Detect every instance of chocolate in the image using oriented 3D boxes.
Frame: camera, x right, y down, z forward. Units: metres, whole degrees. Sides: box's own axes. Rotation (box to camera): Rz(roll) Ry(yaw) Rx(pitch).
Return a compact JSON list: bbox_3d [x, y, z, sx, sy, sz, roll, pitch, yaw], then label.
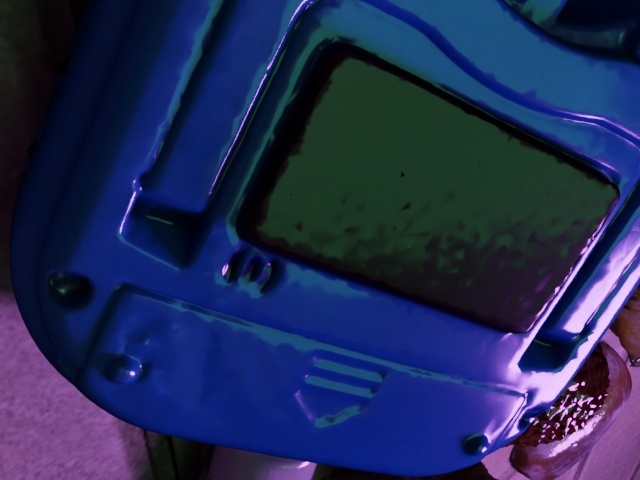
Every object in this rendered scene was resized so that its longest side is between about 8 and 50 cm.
[{"bbox_3d":[0.426,0.299,1.244,0.254,0.080,0.157,-47,145,-7],"label":"chocolate"}]

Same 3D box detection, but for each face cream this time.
[{"bbox_3d":[-0.077,0.268,0.650,0.143,0.089,0.314,-26,142,-52],"label":"face cream"}]

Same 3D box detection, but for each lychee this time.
[{"bbox_3d":[0.175,0.103,0.707,0.194,0.194,0.194,-29,139,-29],"label":"lychee"}]

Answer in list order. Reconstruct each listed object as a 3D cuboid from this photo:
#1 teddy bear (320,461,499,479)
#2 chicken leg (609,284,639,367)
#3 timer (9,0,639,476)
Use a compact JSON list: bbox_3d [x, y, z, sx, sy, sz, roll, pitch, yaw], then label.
[{"bbox_3d":[0.091,0.303,0.761,0.296,0.246,0.222,-52,137,-79],"label":"teddy bear"},{"bbox_3d":[0.368,0.034,0.899,0.429,0.153,0.201,25,109,-47],"label":"chicken leg"},{"bbox_3d":[0.032,-0.021,0.399,0.340,0.115,0.309,19,109,-27],"label":"timer"}]
